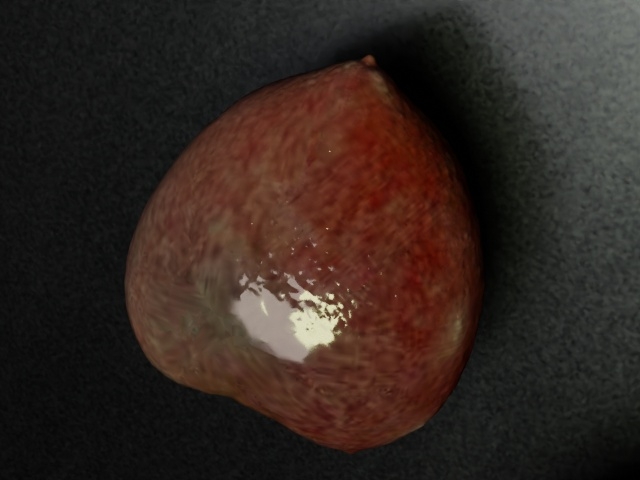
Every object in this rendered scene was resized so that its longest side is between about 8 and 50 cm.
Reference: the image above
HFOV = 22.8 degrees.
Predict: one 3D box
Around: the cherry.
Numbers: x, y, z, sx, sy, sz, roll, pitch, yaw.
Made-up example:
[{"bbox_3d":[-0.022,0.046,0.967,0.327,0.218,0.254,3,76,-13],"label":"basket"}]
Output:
[{"bbox_3d":[0.000,0.008,1.030,0.239,0.206,0.239,-5,74,16],"label":"cherry"}]
